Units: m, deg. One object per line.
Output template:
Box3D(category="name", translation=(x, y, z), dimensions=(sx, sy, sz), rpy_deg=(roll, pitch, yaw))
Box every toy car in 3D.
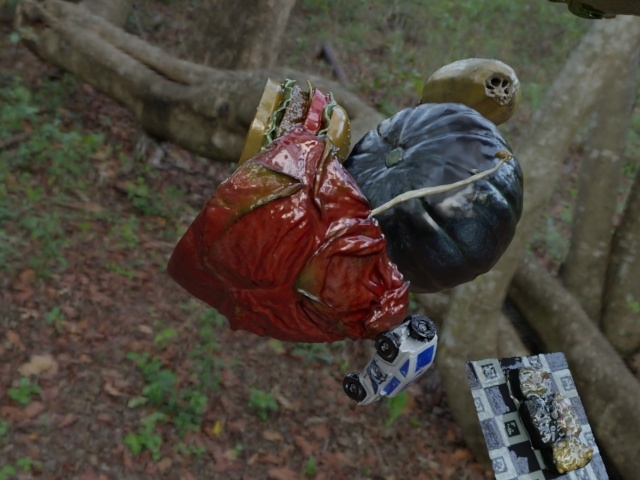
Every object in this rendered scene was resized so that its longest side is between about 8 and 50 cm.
Box3D(category="toy car", translation=(0.103, 0.165, 1.244), dimensions=(0.080, 0.170, 0.070), rpy_deg=(-23, 65, -44))

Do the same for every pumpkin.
Box3D(category="pumpkin", translation=(0.196, -0.077, 1.704), dimensions=(0.363, 0.363, 0.266), rpy_deg=(33, -4, 47))

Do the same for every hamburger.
Box3D(category="hamburger", translation=(-0.048, -0.193, 1.888), dimensions=(0.212, 0.274, 0.274), rpy_deg=(19, 15, -6))

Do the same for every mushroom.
Box3D(category="mushroom", translation=(0.186, -0.083, 1.460), dimensions=(0.286, 0.028, 0.026), rpy_deg=(-24, -8, -13))

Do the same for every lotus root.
Box3D(category="lotus root", translation=(0.333, -0.334, 2.116), dimensions=(0.169, 0.151, 0.343), rpy_deg=(40, -11, -19))

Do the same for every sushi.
Box3D(category="sushi", translation=(0.317, 0.253, 1.280), dimensions=(0.192, 0.050, 0.215), rpy_deg=(-2, 63, -27))

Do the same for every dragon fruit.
Box3D(category="dragon fruit", translation=(0.000, 0.000, 1.293), dimensions=(0.330, 0.302, 0.240), rpy_deg=(33, 39, -6))

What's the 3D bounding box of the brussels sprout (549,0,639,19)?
Box3D(category="brussels sprout", translation=(0.575, -0.535, 1.606), dimensions=(0.371, 0.275, 0.315), rpy_deg=(-5, -1, -19))
